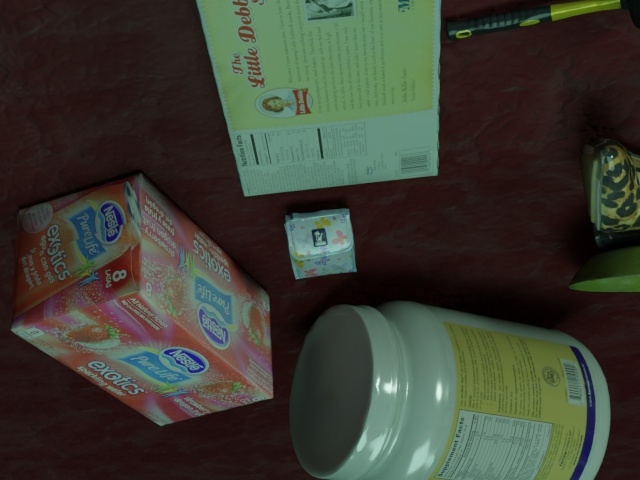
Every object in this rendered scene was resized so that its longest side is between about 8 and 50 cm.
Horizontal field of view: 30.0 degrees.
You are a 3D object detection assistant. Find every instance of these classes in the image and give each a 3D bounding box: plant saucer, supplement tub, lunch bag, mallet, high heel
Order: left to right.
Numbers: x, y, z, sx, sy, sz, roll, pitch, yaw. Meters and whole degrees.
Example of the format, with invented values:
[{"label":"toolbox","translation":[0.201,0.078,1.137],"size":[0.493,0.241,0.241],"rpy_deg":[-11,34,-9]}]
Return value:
[{"label":"lunch bag","translation":[0.000,0.000,1.270],"size":[0.071,0.053,0.083],"rpy_deg":[-6,141,0]},{"label":"supplement tub","translation":[0.154,0.204,1.452],"size":[0.331,0.241,0.241],"rpy_deg":[12,146,-26]},{"label":"mallet","translation":[0.197,-0.195,0.986],"size":[0.190,0.039,0.062],"rpy_deg":[-5,150,8]},{"label":"plant saucer","translation":[0.396,0.029,1.322],"size":[0.241,0.037,0.241],"rpy_deg":[-2,173,0]},{"label":"high heel","translation":[0.355,-0.058,1.174],"size":[0.186,0.093,0.261],"rpy_deg":[-10,162,14]}]

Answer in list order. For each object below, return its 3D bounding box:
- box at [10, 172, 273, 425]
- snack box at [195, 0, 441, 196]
[{"label":"box","translation":[-0.179,0.073,1.279],"size":[0.154,0.142,0.300],"rpy_deg":[-16,148,17]},{"label":"snack box","translation":[0.004,-0.153,1.000],"size":[0.187,0.060,0.322],"rpy_deg":[-6,150,1]}]
